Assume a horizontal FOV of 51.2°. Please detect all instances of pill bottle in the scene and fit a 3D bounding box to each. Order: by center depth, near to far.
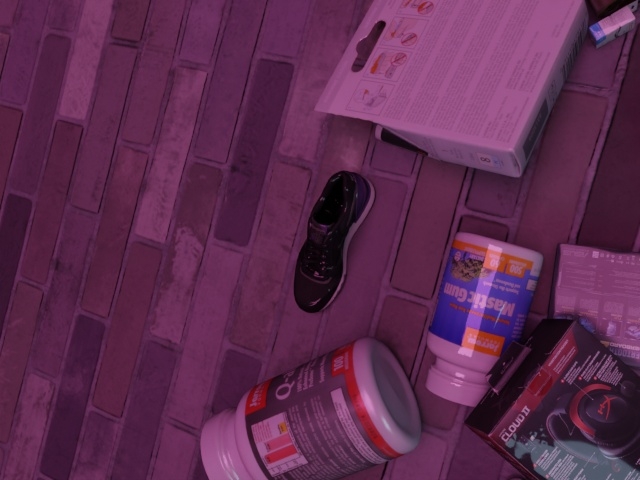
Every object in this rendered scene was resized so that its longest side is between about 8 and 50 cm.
[{"bbox_3d":[0.265,0.132,1.124,0.152,0.152,0.272,16,93,22],"label":"pill bottle"},{"bbox_3d":[-0.022,0.333,1.201,0.362,0.210,0.210,-27,77,19],"label":"pill bottle"}]

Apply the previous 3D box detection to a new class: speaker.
[{"bbox_3d":[0.172,-0.192,1.233,0.136,0.055,0.055,23,96,21],"label":"speaker"}]

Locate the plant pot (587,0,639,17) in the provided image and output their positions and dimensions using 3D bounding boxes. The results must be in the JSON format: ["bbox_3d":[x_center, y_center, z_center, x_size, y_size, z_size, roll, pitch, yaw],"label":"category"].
[{"bbox_3d":[0.472,-0.464,1.074,0.166,0.167,0.165,-26,86,19],"label":"plant pot"}]

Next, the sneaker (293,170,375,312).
[{"bbox_3d":[0.000,0.000,1.256,0.107,0.124,0.284,22,96,23],"label":"sneaker"}]

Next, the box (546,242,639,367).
[{"bbox_3d":[0.492,0.108,1.081,0.232,0.059,0.184,7,90,22],"label":"box"}]

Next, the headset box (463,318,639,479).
[{"bbox_3d":[0.380,0.273,1.006,0.293,0.110,0.218,40,81,-3],"label":"headset box"}]

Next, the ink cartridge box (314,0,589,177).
[{"bbox_3d":[0.220,-0.295,1.161,0.384,0.091,0.308,19,74,33],"label":"ink cartridge box"}]

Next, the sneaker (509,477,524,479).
[{"bbox_3d":[0.354,0.476,1.040,0.163,0.226,0.086,-7,121,30],"label":"sneaker"}]

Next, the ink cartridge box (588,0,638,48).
[{"bbox_3d":[0.492,-0.358,1.111,0.083,0.048,0.028,-29,78,19],"label":"ink cartridge box"}]
